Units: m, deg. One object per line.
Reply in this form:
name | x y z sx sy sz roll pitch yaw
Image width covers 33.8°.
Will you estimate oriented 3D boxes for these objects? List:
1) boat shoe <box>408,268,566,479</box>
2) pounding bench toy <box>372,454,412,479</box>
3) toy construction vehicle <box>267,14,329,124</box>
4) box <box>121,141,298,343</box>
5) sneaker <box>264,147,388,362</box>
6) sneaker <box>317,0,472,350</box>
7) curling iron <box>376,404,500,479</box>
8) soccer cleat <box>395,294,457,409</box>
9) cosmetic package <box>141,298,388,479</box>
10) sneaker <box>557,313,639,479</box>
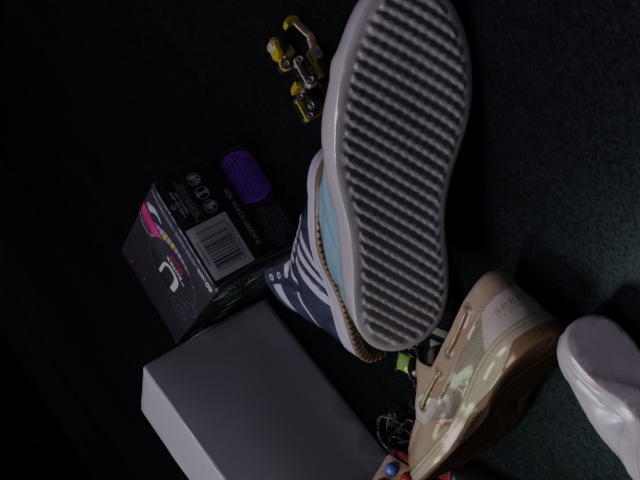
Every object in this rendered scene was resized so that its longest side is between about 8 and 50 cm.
boat shoe | 0.148 0.145 1.066 0.098 0.109 0.302 54 148 26
pounding bench toy | 0.090 0.322 1.325 0.052 0.083 0.065 28 168 23
toy construction vehicle | -0.018 -0.183 1.128 0.098 0.035 0.086 62 165 6
box | -0.154 0.011 1.427 0.165 0.143 0.270 58 154 8
sneaker | 0.000 0.000 1.192 0.153 0.099 0.282 30 143 44
sneaker | 0.046 -0.079 0.992 0.150 0.135 0.365 -128 35 -54
curling iron | 0.153 0.265 1.242 0.274 0.035 0.068 21 133 53
soccer cleat | 0.111 0.105 1.122 0.060 0.072 0.178 24 135 52
cosmetic package | -0.062 0.297 1.463 0.385 0.217 0.156 51 152 24
sneaker | 0.275 0.165 0.902 0.212 0.080 0.094 60 166 19
